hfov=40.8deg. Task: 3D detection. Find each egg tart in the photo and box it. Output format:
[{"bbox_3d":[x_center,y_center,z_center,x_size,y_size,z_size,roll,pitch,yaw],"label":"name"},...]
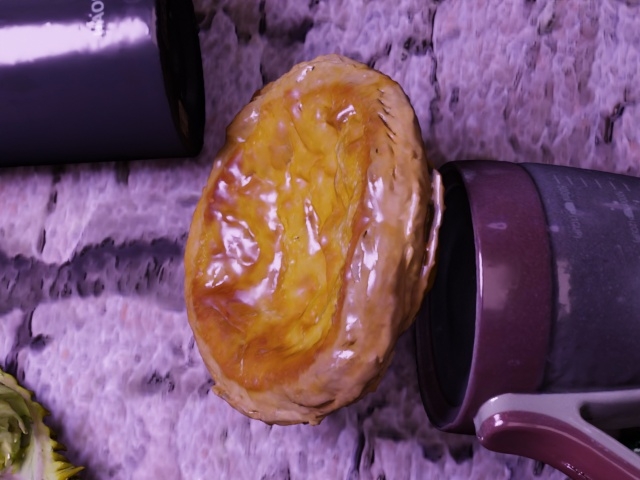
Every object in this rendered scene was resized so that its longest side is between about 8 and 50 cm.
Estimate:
[{"bbox_3d":[0.002,0.001,0.761,0.129,0.341,0.341,11,76,-34],"label":"egg tart"}]

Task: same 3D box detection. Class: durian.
[{"bbox_3d":[-0.335,0.184,0.760,0.355,0.169,0.157,38,80,10],"label":"durian"}]

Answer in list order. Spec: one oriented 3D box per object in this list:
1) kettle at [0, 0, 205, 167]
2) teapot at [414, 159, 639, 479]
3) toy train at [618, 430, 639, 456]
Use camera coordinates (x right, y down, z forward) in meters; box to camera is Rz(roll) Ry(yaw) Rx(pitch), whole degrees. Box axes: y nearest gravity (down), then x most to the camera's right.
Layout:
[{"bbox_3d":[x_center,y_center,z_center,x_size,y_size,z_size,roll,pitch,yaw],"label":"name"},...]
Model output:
[{"bbox_3d":[-0.281,-0.196,0.813,0.308,0.203,0.262,-5,104,3],"label":"kettle"},{"bbox_3d":[0.255,0.079,0.715,0.312,0.233,0.315,1,46,-4],"label":"teapot"},{"bbox_3d":[0.383,0.243,0.748,0.269,0.115,0.154,-3,74,12],"label":"toy train"}]
